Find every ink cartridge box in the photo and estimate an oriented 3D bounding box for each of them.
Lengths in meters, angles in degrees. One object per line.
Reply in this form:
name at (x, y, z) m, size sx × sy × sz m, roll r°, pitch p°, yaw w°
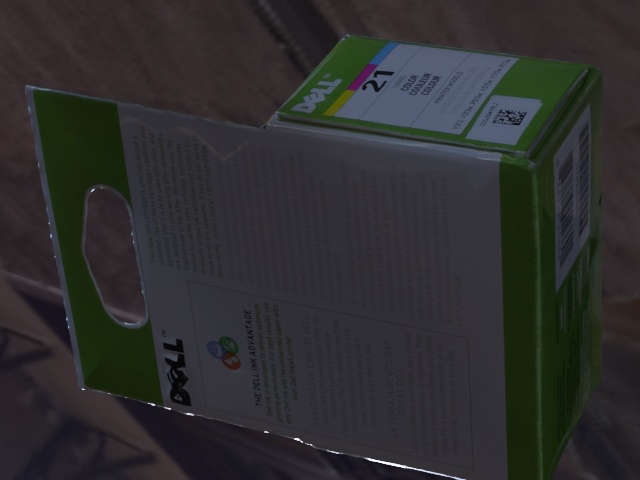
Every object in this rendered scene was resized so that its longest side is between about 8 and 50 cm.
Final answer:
ink cartridge box at (0.000, 0.000, 0.845) m, size 0.097 × 0.255 × 0.189 m, roll -51°, pitch -36°, yaw -48°
